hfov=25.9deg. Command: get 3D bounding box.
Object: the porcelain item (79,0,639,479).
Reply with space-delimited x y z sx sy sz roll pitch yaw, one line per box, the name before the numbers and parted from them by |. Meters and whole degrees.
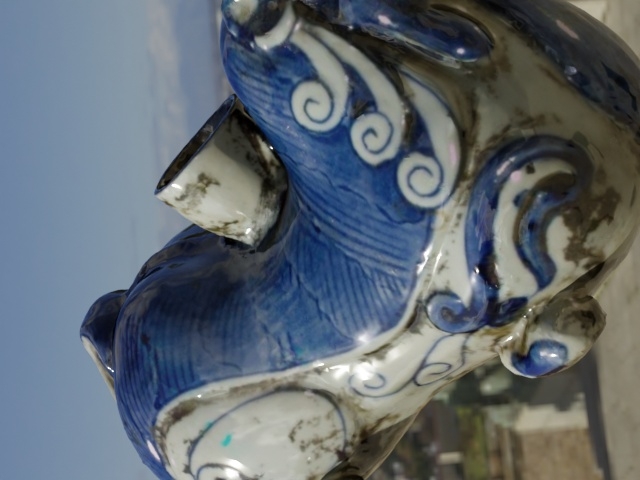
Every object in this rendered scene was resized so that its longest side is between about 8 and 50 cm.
porcelain item | 0.000 0.000 0.565 0.288 0.186 0.138 -44 10 39
